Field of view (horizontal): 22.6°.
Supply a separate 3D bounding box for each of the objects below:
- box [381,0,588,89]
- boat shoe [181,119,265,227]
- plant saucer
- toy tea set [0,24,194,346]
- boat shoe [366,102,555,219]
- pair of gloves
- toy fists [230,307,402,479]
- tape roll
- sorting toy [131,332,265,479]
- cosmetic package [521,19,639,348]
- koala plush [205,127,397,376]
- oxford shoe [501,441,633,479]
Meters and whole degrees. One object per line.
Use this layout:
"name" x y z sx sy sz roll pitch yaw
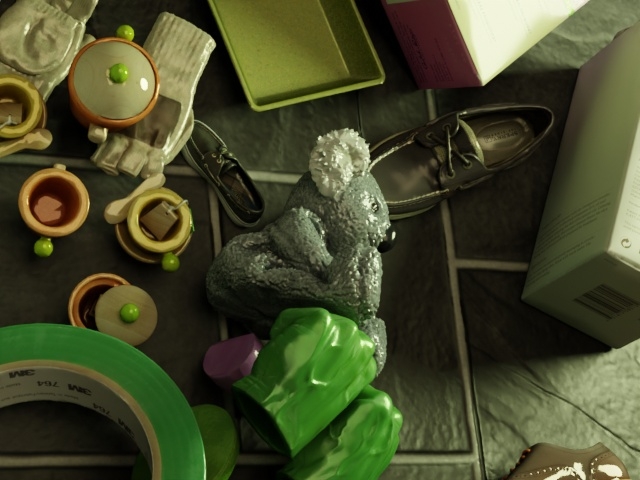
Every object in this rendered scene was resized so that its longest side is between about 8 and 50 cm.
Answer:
"box" 0.192 -0.336 1.955 0.243 0.117 0.213 -39 115 -31
"boat shoe" -0.108 -0.081 1.800 0.049 0.040 0.142 -33 86 -32
"plant saucer" -0.040 -0.245 1.895 0.188 0.045 0.188 -16 78 -29
"toy tea set" -0.227 -0.057 1.657 0.200 0.124 0.336 -23 87 -19
"boat shoe" 0.159 -0.107 1.906 0.285 0.092 0.102 -20 80 -30
"pair of gloves" -0.250 -0.178 1.771 0.240 0.042 0.204 19 69 -11
"toy fists" 0.003 0.176 1.648 0.142 0.279 0.096 -43 48 -19
"tape roll" -0.269 0.234 1.512 0.321 0.077 0.321 2 58 -3
"sorting toy" -0.119 0.273 1.642 0.126 0.127 0.365 50 50 -35
"cosmetic package" 0.388 -0.080 1.947 0.155 0.197 0.365 27 63 -14
"koala plush" 0.000 0.000 1.739 0.203 0.196 0.221 15 61 14
"oxford shoe" 0.231 0.287 1.801 0.271 0.097 0.098 -4 52 -31
